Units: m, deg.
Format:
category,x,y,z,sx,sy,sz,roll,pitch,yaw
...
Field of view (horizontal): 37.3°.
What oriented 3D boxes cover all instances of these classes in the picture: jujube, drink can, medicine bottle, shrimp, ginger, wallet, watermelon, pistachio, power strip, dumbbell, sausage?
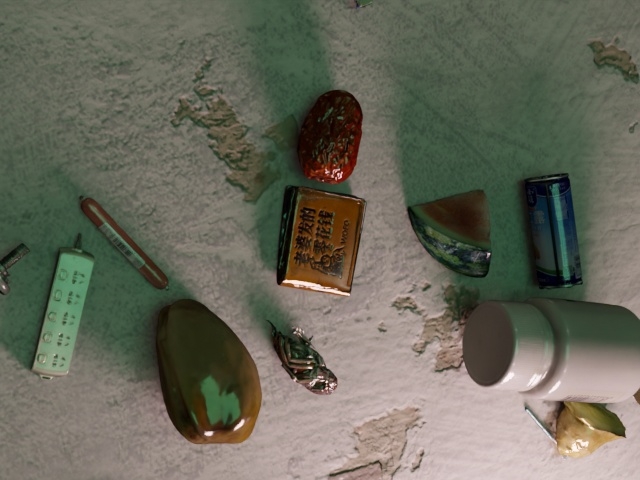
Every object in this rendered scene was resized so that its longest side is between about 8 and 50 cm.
category,x,y,z,sx,sy,sz,roll,pitch,yaw
jujube,0.020,-0.193,1.762,0.112,0.109,0.176,34,64,-60
drink can,0.491,-0.019,1.995,0.097,0.097,0.235,-13,97,-25
medicine bottle,0.476,0.221,1.931,0.340,0.208,0.208,7,88,-25
shrimp,-0.038,0.216,1.760,0.073,0.075,0.190,-37,98,13
ginger,0.586,0.417,2.062,0.193,0.115,0.122,19,104,-32
wallet,0.001,0.000,1.786,0.161,0.042,0.195,10,87,-26
watermelon,0.268,-0.016,1.918,0.207,0.136,0.202,34,35,4
pistachio,-0.192,0.227,1.645,0.213,0.163,0.260,13,61,-63
power strip,-0.429,0.110,1.588,0.060,0.027,0.252,14,85,-26
dumbbell,-0.563,0.092,1.493,0.254,0.082,0.081,-44,108,-19
sausage,-0.336,0.007,1.630,0.029,0.029,0.223,-46,109,-18

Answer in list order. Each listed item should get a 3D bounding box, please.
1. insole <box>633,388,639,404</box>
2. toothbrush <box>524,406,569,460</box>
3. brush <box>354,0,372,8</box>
category,x,y,z,sx,sy,sz,roll,pitch,yaw
insole,0.720,0.327,2.165,0.045,0.002,0.135,-37,106,-21
toothbrush,0.488,0.419,2.050,0.014,0.011,0.167,-45,109,-12
brush,0.054,-0.528,1.811,0.033,0.030,0.178,-21,90,-17
